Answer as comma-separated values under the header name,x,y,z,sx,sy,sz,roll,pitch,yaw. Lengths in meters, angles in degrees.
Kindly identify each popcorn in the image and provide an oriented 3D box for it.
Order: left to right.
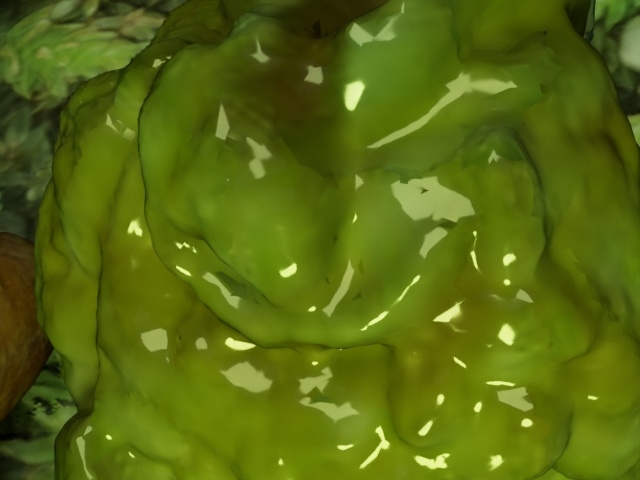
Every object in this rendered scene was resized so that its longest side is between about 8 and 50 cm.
name,x,y,z,sx,sy,sz,roll,pitch,yaw
popcorn,0.000,0.000,0.510,0.250,0.235,0.242,-16,69,12

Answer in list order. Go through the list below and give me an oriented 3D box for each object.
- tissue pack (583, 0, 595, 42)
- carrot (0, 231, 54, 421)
name,x,y,z,sx,sy,sz,roll,pitch,yaw
tissue pack,0.065,-0.114,0.653,0.155,0.116,0.065,-33,56,-15
carrot,-0.212,0.068,0.554,0.225,0.159,0.159,-22,52,-25
